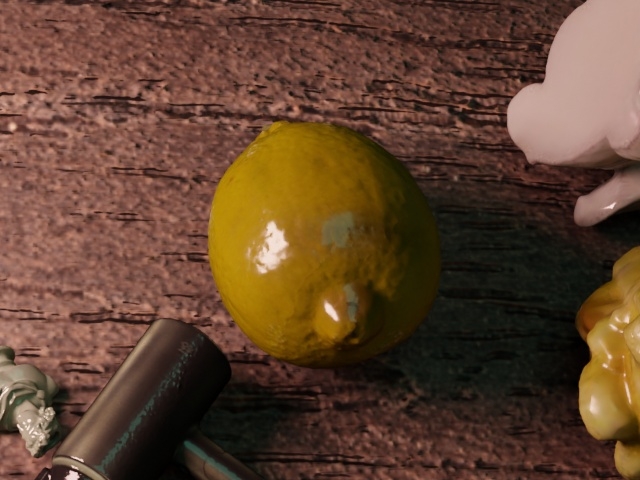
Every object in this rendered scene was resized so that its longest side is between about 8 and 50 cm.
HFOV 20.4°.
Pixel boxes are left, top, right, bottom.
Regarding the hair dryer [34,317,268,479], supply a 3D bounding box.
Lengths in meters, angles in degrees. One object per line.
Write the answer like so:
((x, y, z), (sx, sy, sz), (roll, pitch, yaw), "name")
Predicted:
((-0.080, 0.203, 1.355), (0.248, 0.078, 0.195), (35, 59, 1), "hair dryer")

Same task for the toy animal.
((0.335, -0.119, 1.574), (0.265, 0.272, 0.206), (16, 26, -31), "toy animal")

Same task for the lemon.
((0.000, 0.000, 1.428), (0.184, 0.184, 0.248), (-4, 44, -16), "lemon")

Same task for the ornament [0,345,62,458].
((-0.232, 0.126, 1.375), (0.092, 0.041, 0.068), (30, 51, 16), "ornament")

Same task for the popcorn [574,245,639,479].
((0.327, 0.085, 1.431), (0.252, 0.215, 0.286), (-4, 15, 19), "popcorn")
